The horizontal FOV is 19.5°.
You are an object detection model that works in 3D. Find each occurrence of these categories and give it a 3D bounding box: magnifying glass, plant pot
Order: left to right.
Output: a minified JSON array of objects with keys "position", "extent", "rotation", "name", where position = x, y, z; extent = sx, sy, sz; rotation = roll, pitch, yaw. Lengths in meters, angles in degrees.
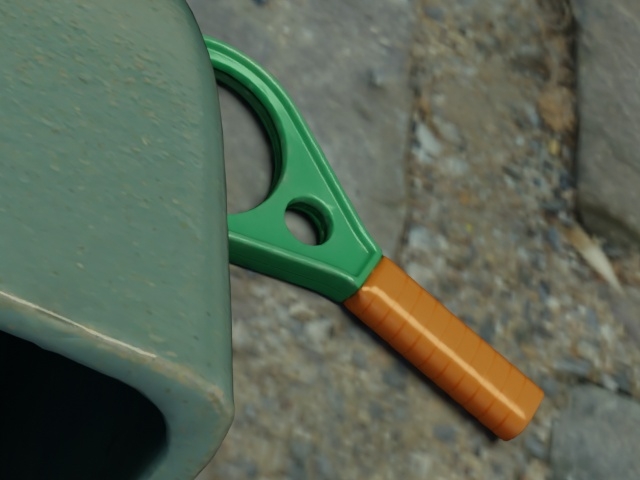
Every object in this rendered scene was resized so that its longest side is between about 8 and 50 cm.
[{"position":[-0.173,-0.018,0.553],"extent":[0.247,0.248,0.252],"rotation":[26,39,-17],"name":"plant pot"},{"position":[0.000,0.000,0.777],"extent":[0.231,0.026,0.092],"rotation":[42,52,-7],"name":"magnifying glass"}]
